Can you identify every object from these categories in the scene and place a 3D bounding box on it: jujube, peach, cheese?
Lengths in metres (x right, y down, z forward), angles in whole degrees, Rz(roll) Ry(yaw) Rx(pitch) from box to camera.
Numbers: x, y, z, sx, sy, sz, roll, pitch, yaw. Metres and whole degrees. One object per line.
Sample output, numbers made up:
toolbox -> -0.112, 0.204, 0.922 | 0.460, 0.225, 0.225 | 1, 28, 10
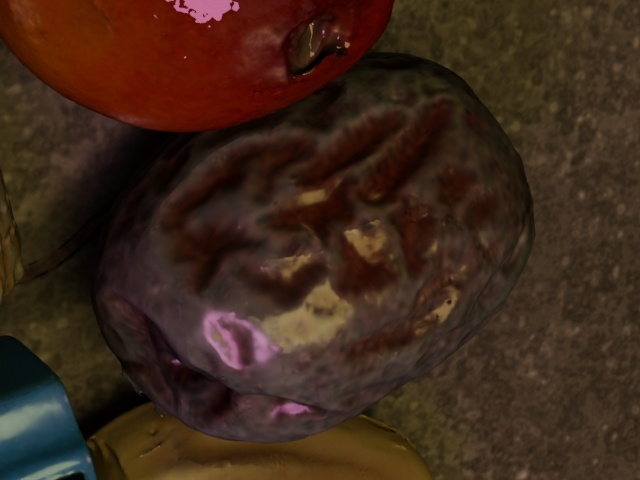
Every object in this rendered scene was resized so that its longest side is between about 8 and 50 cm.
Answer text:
jujube -> 0.001, -0.005, 1.305 | 0.308, 0.246, 0.215 | -43, 143, -28
peach -> -0.087, -0.185, 1.181 | 0.281, 0.281, 0.238 | 16, 99, -33
cheese -> -0.035, 0.241, 1.444 | 0.316, 0.128, 0.259 | -1, 105, -31

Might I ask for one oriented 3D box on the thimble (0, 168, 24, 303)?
thimble -> -0.268, -0.023, 1.206 | 0.137, 0.190, 0.143 | -7, 110, 21

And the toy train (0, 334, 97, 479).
toy train -> -0.237, 0.204, 1.234 | 0.188, 0.265, 0.300 | -19, 114, -23
